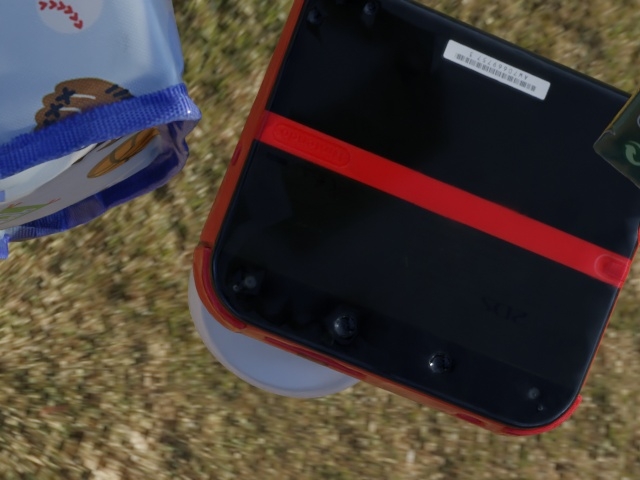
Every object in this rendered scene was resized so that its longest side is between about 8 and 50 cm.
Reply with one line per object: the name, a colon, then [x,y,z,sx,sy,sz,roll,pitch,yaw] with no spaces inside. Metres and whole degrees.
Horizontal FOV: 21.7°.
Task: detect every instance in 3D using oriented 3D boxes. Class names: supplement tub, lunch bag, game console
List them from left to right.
lunch bag: [-0.213,-0.157,0.905,0.239,0.385,0.328,-16,89,-4]
supplement tub: [0.000,0.000,1.876,0.228,0.228,0.316,38,35,-9]
game console: [0.106,-0.027,1.537,0.386,0.060,0.342,22,85,-9]

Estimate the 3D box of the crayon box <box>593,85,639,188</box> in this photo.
crayon box: [0.292,-0.164,0.874,0.083,0.203,0.323,40,54,6]
